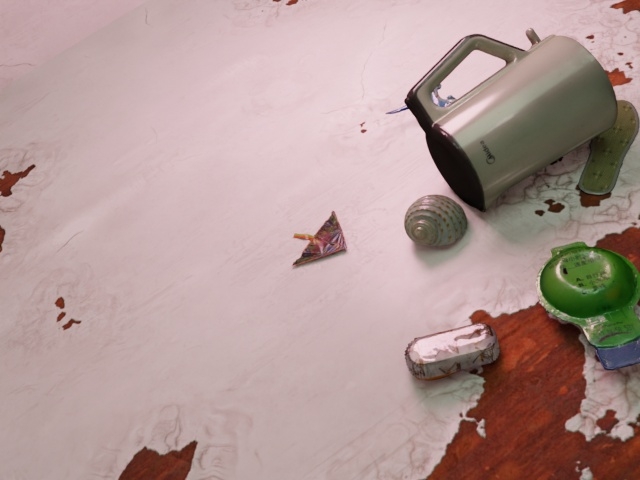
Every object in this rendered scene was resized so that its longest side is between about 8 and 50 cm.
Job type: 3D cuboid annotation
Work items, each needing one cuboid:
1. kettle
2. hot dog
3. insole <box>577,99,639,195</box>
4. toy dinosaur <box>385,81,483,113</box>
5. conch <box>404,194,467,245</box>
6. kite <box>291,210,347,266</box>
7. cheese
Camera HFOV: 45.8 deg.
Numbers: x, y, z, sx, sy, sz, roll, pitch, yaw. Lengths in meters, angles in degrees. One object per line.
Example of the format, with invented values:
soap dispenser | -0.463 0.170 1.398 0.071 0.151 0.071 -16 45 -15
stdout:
kettle | 0.419 -0.308 1.735 0.377 0.361 0.250 -33 7 -5
hot dog | 0.262 0.221 1.512 0.191 0.059 0.108 -16 45 5
insole | 0.676 -0.224 1.778 0.109 0.007 0.322 11 55 29
toy dinosaur | 0.346 -0.346 1.964 0.329 0.076 0.144 17 65 20
conch | 0.265 -0.051 1.724 0.135 0.102 0.153 29 63 20
kite | 0.000 0.000 1.836 0.159 0.010 0.190 19 58 34
cheese | 0.538 0.118 1.480 0.204 0.083 0.320 -16 45 5
